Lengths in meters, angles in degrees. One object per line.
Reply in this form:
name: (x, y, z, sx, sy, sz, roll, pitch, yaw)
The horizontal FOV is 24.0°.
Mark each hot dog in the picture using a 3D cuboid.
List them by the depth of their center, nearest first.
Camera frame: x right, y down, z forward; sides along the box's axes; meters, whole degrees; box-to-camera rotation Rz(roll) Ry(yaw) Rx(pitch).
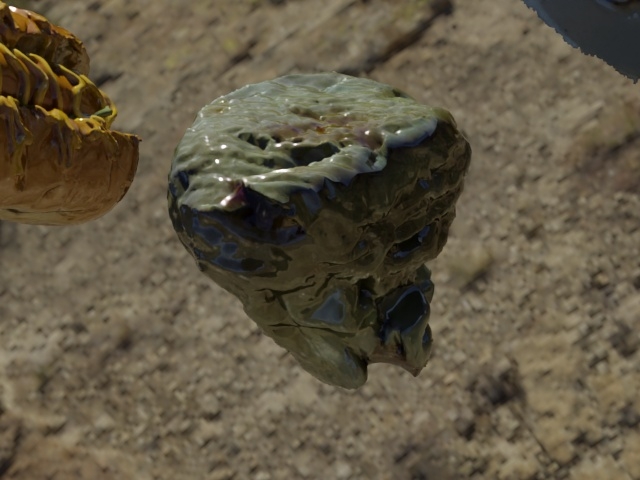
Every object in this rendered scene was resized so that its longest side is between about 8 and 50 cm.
hot dog: (-0.108, -0.041, 0.401, 0.045, 0.165, 0.071, -33, 73, 19)

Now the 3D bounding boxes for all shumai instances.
shumai: (0.000, -0.002, 1.162, 0.256, 0.218, 0.189, -27, 30, -37)

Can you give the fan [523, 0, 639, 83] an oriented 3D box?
fan: (0.184, -0.110, 0.677, 0.009, 0.329, 0.191, -37, 14, 52)
